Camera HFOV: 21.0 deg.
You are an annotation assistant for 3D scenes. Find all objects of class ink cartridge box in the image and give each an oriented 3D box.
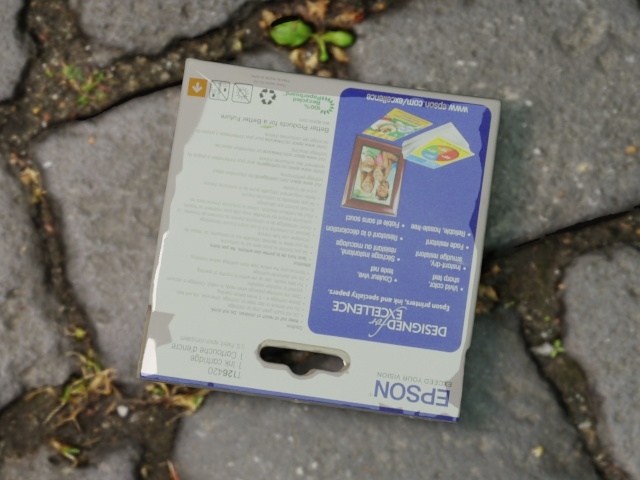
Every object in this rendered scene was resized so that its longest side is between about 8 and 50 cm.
[{"bbox_3d":[0.000,0.000,1.621,0.303,0.072,0.307,8,85,2],"label":"ink cartridge box"}]
